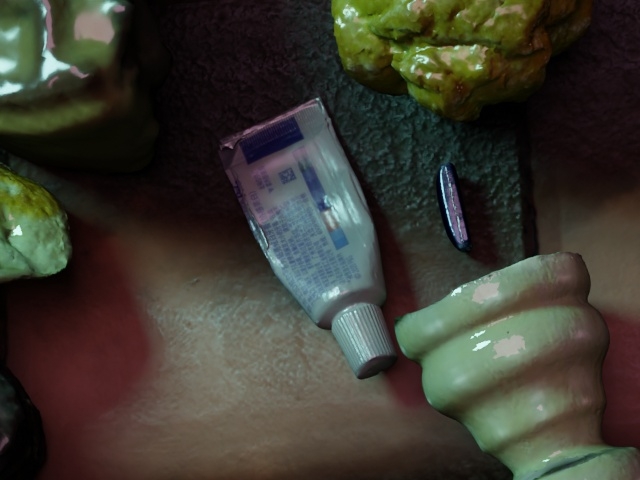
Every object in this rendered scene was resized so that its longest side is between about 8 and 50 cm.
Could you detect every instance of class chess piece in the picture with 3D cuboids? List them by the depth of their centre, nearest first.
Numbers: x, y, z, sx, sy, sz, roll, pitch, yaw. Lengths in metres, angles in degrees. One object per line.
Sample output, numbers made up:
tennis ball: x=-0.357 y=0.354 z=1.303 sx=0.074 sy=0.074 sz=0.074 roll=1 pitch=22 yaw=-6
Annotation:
chess piece: x=0.202 y=0.191 z=1.608 sx=0.182 sy=0.182 sz=0.330 roll=-22 pitch=78 yaw=1

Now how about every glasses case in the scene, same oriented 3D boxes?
glasses case: x=0.121 y=-0.028 z=1.747 sx=0.023 sy=0.033 sz=0.083 roll=-11 pitch=73 yaw=4

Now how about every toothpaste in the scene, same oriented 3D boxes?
toothpaste: x=-0.002 y=0.000 z=1.749 sx=0.099 sy=0.068 sz=0.282 roll=-9 pitch=59 yaw=-26

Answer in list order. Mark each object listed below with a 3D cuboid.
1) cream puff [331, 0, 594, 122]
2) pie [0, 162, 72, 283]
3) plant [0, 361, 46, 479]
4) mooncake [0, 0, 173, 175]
cream puff: x=0.127 y=-0.215 z=1.716 sx=0.244 sy=0.244 sz=0.196 roll=12 pitch=107 yaw=12
pie: x=-0.363 y=-0.013 z=1.708 sx=0.274 sy=0.257 sz=0.105 roll=1 pitch=110 yaw=-14
plant: x=-0.374 y=0.155 z=1.623 sx=0.215 sy=0.312 sz=0.213 roll=-45 pitch=69 yaw=-3
mooncake: x=-0.224 y=-0.266 z=1.768 sx=0.393 sy=0.246 sz=0.394 roll=-33 pitch=68 yaw=4
